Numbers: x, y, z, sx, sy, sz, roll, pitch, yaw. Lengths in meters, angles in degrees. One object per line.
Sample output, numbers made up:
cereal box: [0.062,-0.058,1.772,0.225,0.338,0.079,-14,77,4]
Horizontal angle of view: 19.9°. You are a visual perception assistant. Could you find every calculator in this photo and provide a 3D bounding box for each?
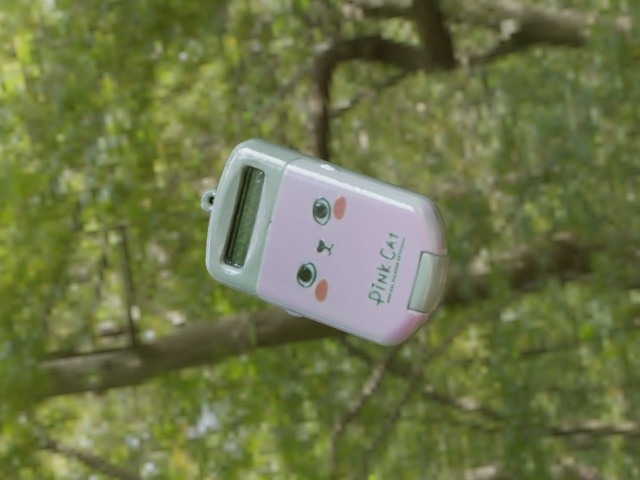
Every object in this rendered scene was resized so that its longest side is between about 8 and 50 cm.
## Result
calculator: [0.000,0.000,1.613,0.045,0.246,0.141,-15,-57,-64]
